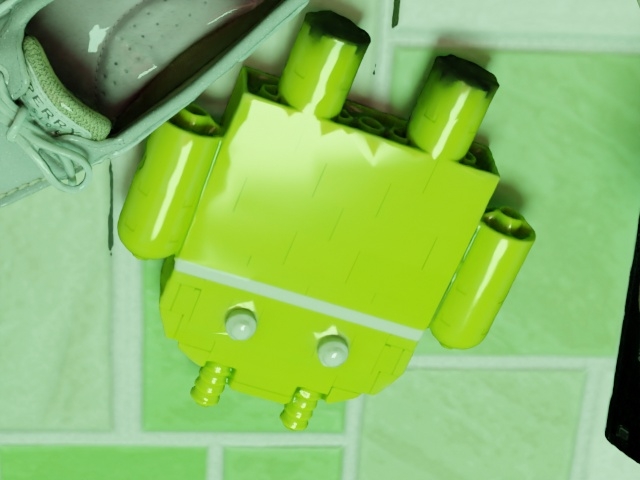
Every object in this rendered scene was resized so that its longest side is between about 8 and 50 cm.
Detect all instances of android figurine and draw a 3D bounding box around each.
[{"bbox_3d":[0.000,0.000,0.957,0.248,0.056,0.273,19,115,-15],"label":"android figurine"}]

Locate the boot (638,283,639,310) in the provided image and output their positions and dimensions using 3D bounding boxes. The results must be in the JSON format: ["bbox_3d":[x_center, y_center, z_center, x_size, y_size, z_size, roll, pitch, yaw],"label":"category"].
[{"bbox_3d":[0.281,-0.067,0.846,0.112,0.115,0.305,28,116,-15],"label":"boot"}]

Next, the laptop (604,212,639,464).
[{"bbox_3d":[0.331,0.076,0.966,0.137,0.264,0.234,-19,126,-34],"label":"laptop"}]

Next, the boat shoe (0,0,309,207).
[{"bbox_3d":[-0.114,-0.111,0.854,0.320,0.103,0.118,-31,117,12],"label":"boat shoe"}]

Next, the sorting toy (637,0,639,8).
[{"bbox_3d":[0.213,-0.197,0.630,0.208,0.038,0.193,-19,119,7],"label":"sorting toy"}]
